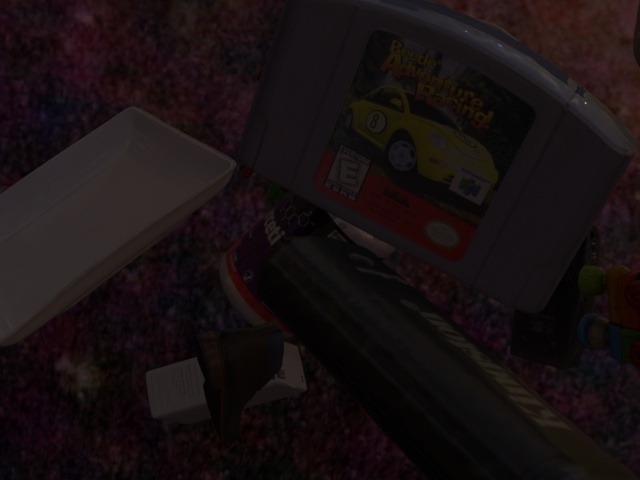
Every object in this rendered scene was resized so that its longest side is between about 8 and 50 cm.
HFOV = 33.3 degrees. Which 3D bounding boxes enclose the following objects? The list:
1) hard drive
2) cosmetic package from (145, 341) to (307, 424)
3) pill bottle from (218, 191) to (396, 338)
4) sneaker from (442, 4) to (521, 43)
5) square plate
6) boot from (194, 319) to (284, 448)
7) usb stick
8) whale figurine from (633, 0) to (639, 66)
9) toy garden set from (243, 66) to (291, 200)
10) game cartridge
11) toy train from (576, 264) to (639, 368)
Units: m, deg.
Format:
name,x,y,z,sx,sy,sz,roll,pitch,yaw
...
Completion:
name,x,y,z,sx,sy,sz,roll,pitch,yaw
hard drive,0.414,0.090,1.879,0.054,0.255,0.172,9,0,-27
cosmetic package,-0.152,0.227,1.725,0.231,0.117,0.085,-19,70,17
pill bottle,0.000,0.000,1.717,0.181,0.323,0.181,40,22,-20
sneaker,0.241,-0.317,1.737,0.295,0.105,0.147,29,20,18
square plate,-0.302,-0.024,1.331,0.347,0.049,0.344,-38,34,-14
boot,-0.093,0.186,1.368,0.106,0.219,0.082,-17,50,-13
usb stick,0.062,0.072,0.432,0.077,0.045,0.278,5,23,-35
whale figurine,0.542,-0.346,1.550,0.141,0.272,0.216,25,64,34
toy garden set,-0.052,-0.197,2.033,0.203,0.244,0.049,21,2,-2
game cartridge,0.086,-0.083,0.852,0.294,0.196,0.060,28,32,9
toy train,0.428,0.055,1.516,0.105,0.248,0.143,-20,18,-39
